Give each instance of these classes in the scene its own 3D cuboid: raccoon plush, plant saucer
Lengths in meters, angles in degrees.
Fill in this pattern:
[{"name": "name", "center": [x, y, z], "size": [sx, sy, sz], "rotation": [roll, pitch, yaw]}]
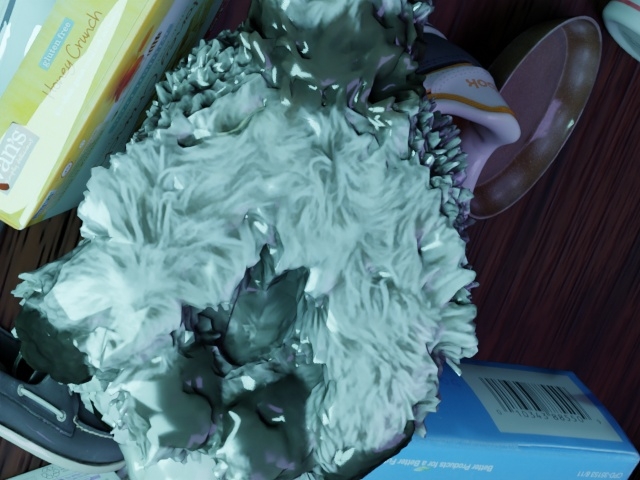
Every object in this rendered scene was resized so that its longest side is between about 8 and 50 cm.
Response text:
[{"name": "raccoon plush", "center": [-0.005, -0.039, 0.941], "size": [0.216, 0.299, 0.446], "rotation": [33, 89, -8]}, {"name": "plant saucer", "center": [0.147, -0.094, 1.211], "size": [0.168, 0.029, 0.168], "rotation": [-40, 150, -30]}]

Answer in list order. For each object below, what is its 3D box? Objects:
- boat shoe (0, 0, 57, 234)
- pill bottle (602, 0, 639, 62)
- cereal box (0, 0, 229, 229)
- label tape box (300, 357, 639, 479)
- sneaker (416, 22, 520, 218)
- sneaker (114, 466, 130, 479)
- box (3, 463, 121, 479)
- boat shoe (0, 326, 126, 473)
[{"name": "boat shoe", "center": [-0.214, -0.042, 0.902], "size": [0.096, 0.088, 0.267], "rotation": [-70, -177, -73]}, {"name": "pill bottle", "center": [0.294, -0.202, 1.242], "size": [0.160, 0.087, 0.087], "rotation": [-49, 140, 0]}, {"name": "cereal box", "center": [-0.105, -0.099, 0.879], "size": [0.173, 0.047, 0.240], "rotation": [-59, 179, 9]}, {"name": "label tape box", "center": [0.038, 0.247, 1.198], "size": [0.249, 0.115, 0.348], "rotation": [8, 122, -34]}, {"name": "sneaker", "center": [0.000, 0.000, 1.105], "size": [0.321, 0.127, 0.126], "rotation": [-51, 142, 4]}, {"name": "sneaker", "center": [-0.101, 0.177, 1.185], "size": [0.057, 0.075, 0.161], "rotation": [21, 105, -48]}, {"name": "box", "center": [-0.272, 0.223, 1.075], "size": [0.324, 0.067, 0.063], "rotation": [-17, 130, -34]}, {"name": "boat shoe", "center": [-0.180, 0.092, 1.050], "size": [0.206, 0.075, 0.065], "rotation": [30, 101, -45]}]
